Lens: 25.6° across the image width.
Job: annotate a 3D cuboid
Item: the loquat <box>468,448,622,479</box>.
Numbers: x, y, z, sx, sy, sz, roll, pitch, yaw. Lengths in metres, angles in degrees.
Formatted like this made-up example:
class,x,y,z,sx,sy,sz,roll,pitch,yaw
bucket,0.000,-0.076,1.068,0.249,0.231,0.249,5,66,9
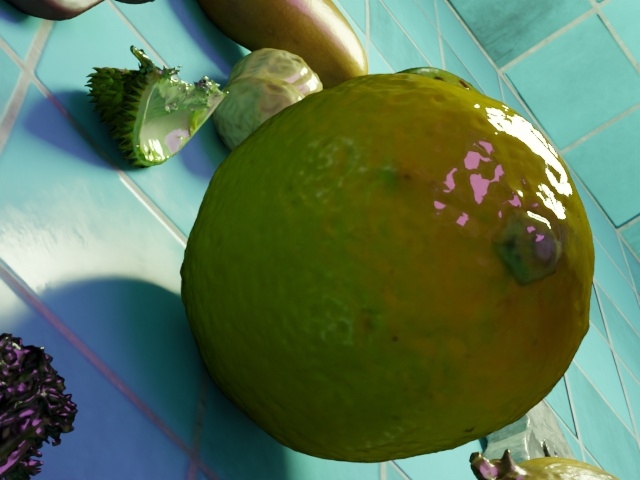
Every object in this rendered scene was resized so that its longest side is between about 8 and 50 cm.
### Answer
class,x,y,z,sx,sy,sz,roll,pitch,yaw
loquat,0.217,0.293,1.311,0.246,0.213,0.213,53,19,-10

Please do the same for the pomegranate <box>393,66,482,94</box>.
class,x,y,z,sx,sy,sz,roll,pitch,yaw
pomegranate,0.113,-0.083,1.645,0.211,0.211,0.263,41,36,-40

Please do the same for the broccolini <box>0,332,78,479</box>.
class,x,y,z,sx,sy,sz,roll,pitch,yaw
broccolini,-0.206,0.117,0.773,0.202,0.068,0.091,-45,131,-61

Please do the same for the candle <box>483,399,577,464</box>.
class,x,y,z,sx,sy,sz,roll,pitch,yaw
candle,0.250,0.268,1.629,0.168,0.068,0.192,50,24,-24

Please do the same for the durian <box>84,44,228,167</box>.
class,x,y,z,sx,sy,sz,roll,pitch,yaw
durian,-0.145,-0.123,1.208,0.086,0.100,0.215,57,12,9

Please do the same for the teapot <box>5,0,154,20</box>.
class,x,y,z,sx,sy,sz,roll,pitch,yaw
teapot,-0.235,-0.345,1.217,0.312,0.233,0.315,21,68,-50

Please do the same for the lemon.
class,x,y,z,sx,sy,sz,roll,pitch,yaw
lemon,0.053,0.025,1.115,0.336,0.336,0.336,48,21,-25

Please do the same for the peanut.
class,x,y,z,sx,sy,sz,roll,pitch,yaw
peanut,-0.055,-0.140,1.458,0.098,0.103,0.229,40,20,-11

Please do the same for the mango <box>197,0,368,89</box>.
class,x,y,z,sx,sy,sz,roll,pitch,yaw
mango,-0.048,-0.256,1.603,0.253,0.113,0.138,41,5,-3
